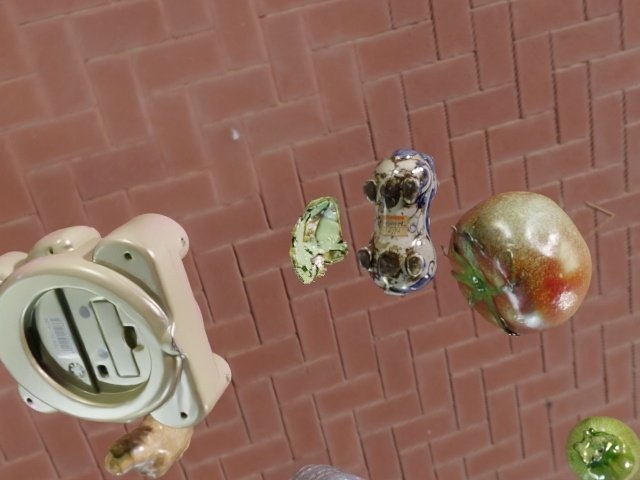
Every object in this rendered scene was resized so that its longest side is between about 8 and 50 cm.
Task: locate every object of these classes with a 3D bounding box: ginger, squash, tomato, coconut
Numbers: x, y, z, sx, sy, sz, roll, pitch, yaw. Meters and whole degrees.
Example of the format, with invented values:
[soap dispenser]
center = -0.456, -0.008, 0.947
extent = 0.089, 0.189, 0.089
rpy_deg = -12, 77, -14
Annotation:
[ginger]
center = -0.248, 0.300, 1.115
extent = 0.074, 0.213, 0.138
rpy_deg = -6, 124, 28
[squash]
center = 0.425, 0.321, 1.040
extent = 0.107, 0.107, 0.395
rpy_deg = -48, 144, 5
[tomato]
center = 0.420, 0.037, 1.503
extent = 0.239, 0.303, 0.304
rpy_deg = -30, 115, -15
[coconut]
center = -0.005, 0.000, 1.268
extent = 0.133, 0.055, 0.158
rpy_deg = 24, 88, -53

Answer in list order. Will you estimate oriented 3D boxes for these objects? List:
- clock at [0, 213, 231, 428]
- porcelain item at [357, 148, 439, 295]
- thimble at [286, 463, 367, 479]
[clock]
center = -0.295, 0.117, 0.949
extent = 0.309, 0.114, 0.284
rpy_deg = -6, 113, 22
[porcelain item]
center = 0.168, -0.038, 1.415
extent = 0.137, 0.186, 0.288
rpy_deg = 3, 99, 27
[thimble]
center = 0.029, 0.579, 1.495
extent = 0.236, 0.172, 0.205
rpy_deg = 7, 85, -24
